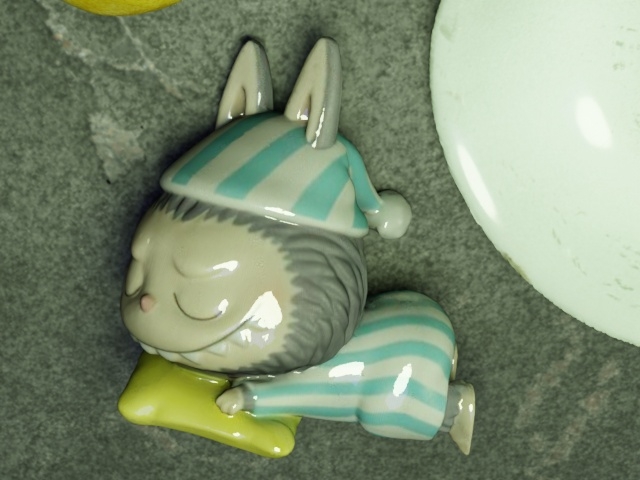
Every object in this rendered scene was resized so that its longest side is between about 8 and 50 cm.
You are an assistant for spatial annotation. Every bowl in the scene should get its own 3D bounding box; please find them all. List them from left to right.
[{"bbox_3d":[0.324,-0.129,1.240,0.196,0.434,0.435,-31,119,-34],"label":"bowl"}]

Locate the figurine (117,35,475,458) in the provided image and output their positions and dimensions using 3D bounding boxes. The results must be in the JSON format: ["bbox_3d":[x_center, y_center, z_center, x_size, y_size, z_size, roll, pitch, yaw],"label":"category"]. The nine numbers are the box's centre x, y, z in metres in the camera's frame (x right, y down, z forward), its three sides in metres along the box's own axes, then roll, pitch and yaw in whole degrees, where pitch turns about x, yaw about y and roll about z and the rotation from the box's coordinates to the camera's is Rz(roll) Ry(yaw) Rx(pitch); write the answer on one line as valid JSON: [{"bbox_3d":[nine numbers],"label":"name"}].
[{"bbox_3d":[0.000,0.000,1.305,0.361,0.266,0.378,8,114,-10],"label":"figurine"}]

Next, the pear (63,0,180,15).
[{"bbox_3d":[-0.174,-0.298,1.204,0.208,0.209,0.209,0,114,0],"label":"pear"}]
